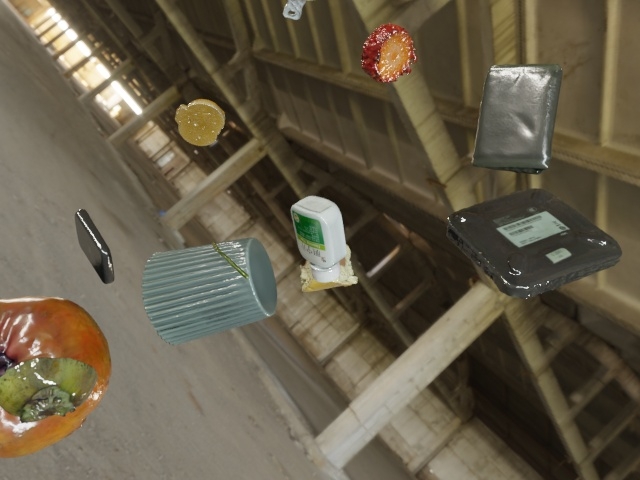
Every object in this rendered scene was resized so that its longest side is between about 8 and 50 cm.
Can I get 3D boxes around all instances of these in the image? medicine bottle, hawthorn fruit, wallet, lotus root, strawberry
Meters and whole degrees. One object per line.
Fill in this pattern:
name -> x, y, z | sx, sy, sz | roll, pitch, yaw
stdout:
medicine bottle -> 0.000, 0.000, 1.175 | 0.119, 0.069, 0.183 | 22, -45, 41
hawthorn fruit -> -0.818, 0.388, 1.548 | 0.472, 0.472, 0.472 | 47, -6, 7
wallet -> 0.441, -0.274, 1.209 | 0.169, 0.245, 0.052 | 9, -4, 26
lotus root -> -0.587, 0.337, 1.166 | 0.203, 0.183, 0.078 | 46, 10, -51
strawberry -> 0.161, -0.455, 1.316 | 0.086, 0.145, 0.145 | 29, -18, 42

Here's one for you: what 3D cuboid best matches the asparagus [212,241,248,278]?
asparagus -> -0.242, 0.051, 1.418 | 0.163, 0.016, 0.016 | 38, 27, 32

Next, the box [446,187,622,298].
box -> 0.562, -0.005, 1.452 | 0.350, 0.359, 0.091 | -123, -160, -51

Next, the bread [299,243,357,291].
bread -> 0.048, 0.080, 1.986 | 0.211, 0.224, 0.183 | 137, -54, -67

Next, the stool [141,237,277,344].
stool -> -0.329, 0.145, 1.676 | 0.297, 0.330, 0.297 | -14, 90, -79

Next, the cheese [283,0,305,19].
cheese -> -0.028, -0.648, 1.367 | 0.164, 0.070, 0.249 | 2, -18, 5

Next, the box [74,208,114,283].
box -> -0.448, 0.015, 1.080 | 0.125, 0.027, 0.126 | 50, -34, 19

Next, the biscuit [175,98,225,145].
biscuit -> -0.410, -0.404, 1.819 | 0.170, 0.170, 0.050 | 54, 15, -42
